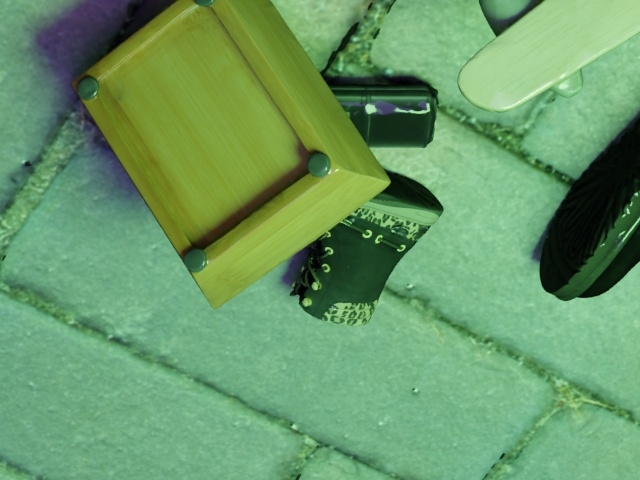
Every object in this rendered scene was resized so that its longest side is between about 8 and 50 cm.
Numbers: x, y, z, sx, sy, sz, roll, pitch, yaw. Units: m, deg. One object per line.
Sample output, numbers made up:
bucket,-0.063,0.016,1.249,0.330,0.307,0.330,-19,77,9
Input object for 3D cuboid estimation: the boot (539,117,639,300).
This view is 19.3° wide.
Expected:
boot,0.435,-0.020,2.080,0.260,0.131,0.348,32,111,-20

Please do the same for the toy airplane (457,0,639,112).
toy airplane,0.338,-0.300,1.837,0.386,0.272,0.384,4,105,-14

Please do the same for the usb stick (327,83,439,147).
usb stick,-0.011,-0.134,2.028,0.278,0.045,0.077,0,126,-5

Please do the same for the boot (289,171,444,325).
boot,0.001,0.001,2.063,0.236,0.085,0.179,12,120,-31

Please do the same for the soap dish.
soap dish,-0.103,-0.112,1.916,0.229,0.118,0.291,-36,80,12
